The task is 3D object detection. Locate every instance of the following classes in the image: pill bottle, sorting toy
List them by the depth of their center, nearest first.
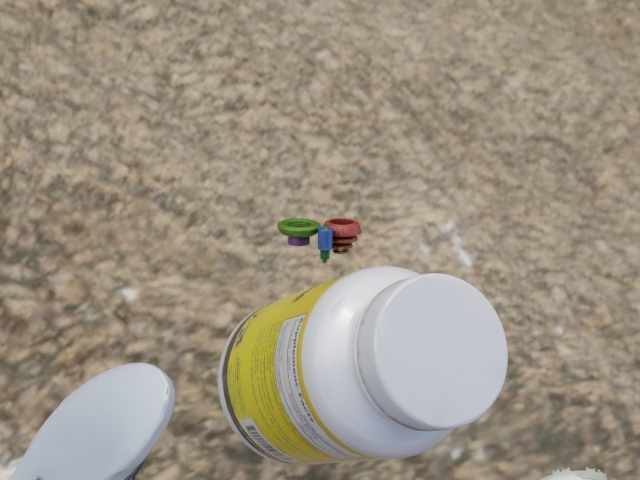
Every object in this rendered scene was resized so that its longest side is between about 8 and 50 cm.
[{"bbox_3d":[0.038,0.129,1.222,0.188,0.334,0.188,6,76,-26],"label":"pill bottle"},{"bbox_3d":[0.000,0.000,1.416,0.102,0.061,0.042,-2,106,-12],"label":"sorting toy"}]

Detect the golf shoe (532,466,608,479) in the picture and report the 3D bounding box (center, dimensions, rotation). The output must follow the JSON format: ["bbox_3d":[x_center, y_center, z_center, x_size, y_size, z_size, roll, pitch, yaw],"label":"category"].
[{"bbox_3d":[0.178,0.262,1.035,0.176,0.086,0.069,-30,114,9],"label":"golf shoe"}]

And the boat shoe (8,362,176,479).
[{"bbox_3d":[-0.187,0.193,0.930,0.080,0.076,0.228,36,86,26],"label":"boat shoe"}]
